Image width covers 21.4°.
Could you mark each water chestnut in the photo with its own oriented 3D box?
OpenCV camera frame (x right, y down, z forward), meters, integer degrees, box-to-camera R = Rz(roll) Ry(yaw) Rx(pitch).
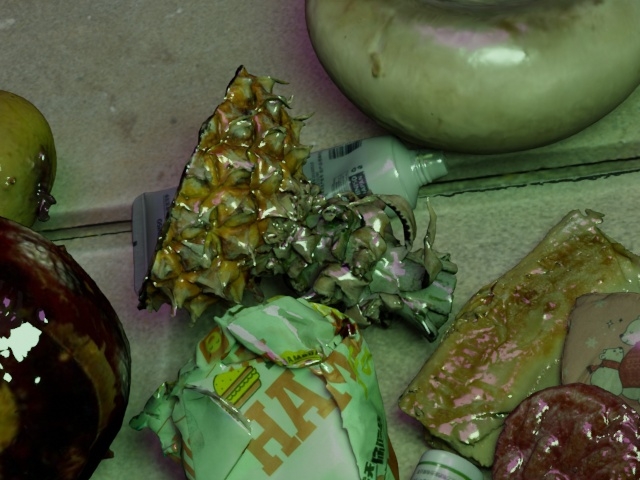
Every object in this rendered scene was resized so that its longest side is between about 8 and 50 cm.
[{"bbox_3d":[-0.336,0.120,1.559,0.335,0.335,0.347,-15,23,5],"label":"water chestnut"}]

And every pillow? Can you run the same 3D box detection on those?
[{"bbox_3d":[0.266,0.167,1.458,0.135,0.049,0.248,1,72,27],"label":"pillow"}]

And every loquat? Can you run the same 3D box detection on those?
[{"bbox_3d":[-0.362,-0.076,1.778,0.204,0.149,0.172,9,62,34],"label":"loquat"}]

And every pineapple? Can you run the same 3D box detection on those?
[{"bbox_3d":[0.000,0.000,1.571,0.271,0.262,0.262,23,61,-1],"label":"pineapple"}]

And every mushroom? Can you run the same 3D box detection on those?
[{"bbox_3d":[0.161,-0.258,1.655,0.362,0.295,0.362,-2,41,2],"label":"mushroom"}]

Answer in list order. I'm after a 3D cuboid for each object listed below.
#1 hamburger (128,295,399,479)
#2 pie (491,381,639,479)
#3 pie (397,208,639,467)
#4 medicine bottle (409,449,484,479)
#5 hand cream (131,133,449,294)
[{"bbox_3d":[-0.051,0.157,1.491,0.235,0.214,0.125,-12,11,27],"label":"hamburger"},{"bbox_3d":[0.213,0.193,1.432,0.154,0.036,0.154,-9,71,28],"label":"pie"},{"bbox_3d":[0.195,0.086,1.553,0.128,0.068,0.282,36,70,26],"label":"pie"},{"bbox_3d":[0.086,0.292,1.447,0.092,0.061,0.221,25,64,7],"label":"medicine bottle"},{"bbox_3d":[-0.034,-0.035,1.718,0.340,0.078,0.124,-16,56,14],"label":"hand cream"}]
